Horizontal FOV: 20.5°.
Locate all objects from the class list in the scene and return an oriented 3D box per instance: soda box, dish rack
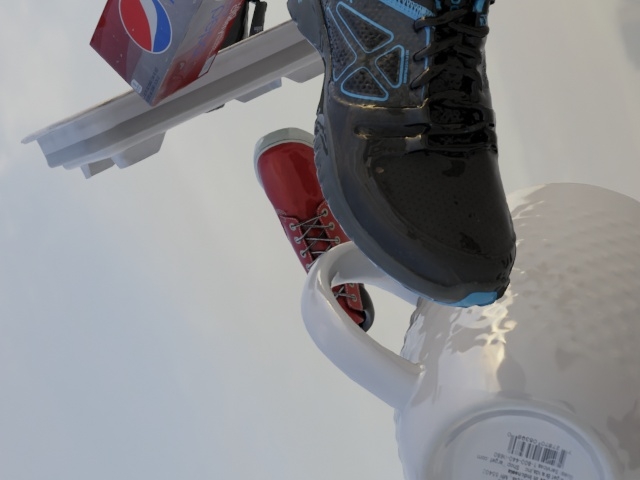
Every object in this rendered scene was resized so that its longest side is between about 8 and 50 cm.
[{"bbox_3d":[-0.115,-0.239,1.558,0.092,0.263,0.083,46,-129,9],"label":"soda box"},{"bbox_3d":[-0.136,-0.152,1.861,0.072,0.333,0.285,65,161,-6],"label":"dish rack"}]

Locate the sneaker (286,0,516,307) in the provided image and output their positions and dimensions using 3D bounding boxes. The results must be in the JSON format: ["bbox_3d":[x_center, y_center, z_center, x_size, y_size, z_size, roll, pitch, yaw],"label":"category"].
[{"bbox_3d":[0.064,-0.115,1.245,0.125,0.140,0.341,-1,-121,-33],"label":"sneaker"}]

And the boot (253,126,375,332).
[{"bbox_3d":[0.000,0.000,1.987,0.244,0.088,0.176,60,-167,-48],"label":"boot"}]

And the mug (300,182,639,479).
[{"bbox_3d":[0.157,0.112,1.552,0.276,0.374,0.328,-64,-3,28],"label":"mug"}]

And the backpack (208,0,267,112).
[{"bbox_3d":[-0.154,-0.265,2.356,0.115,0.152,0.182,36,144,33],"label":"backpack"}]
